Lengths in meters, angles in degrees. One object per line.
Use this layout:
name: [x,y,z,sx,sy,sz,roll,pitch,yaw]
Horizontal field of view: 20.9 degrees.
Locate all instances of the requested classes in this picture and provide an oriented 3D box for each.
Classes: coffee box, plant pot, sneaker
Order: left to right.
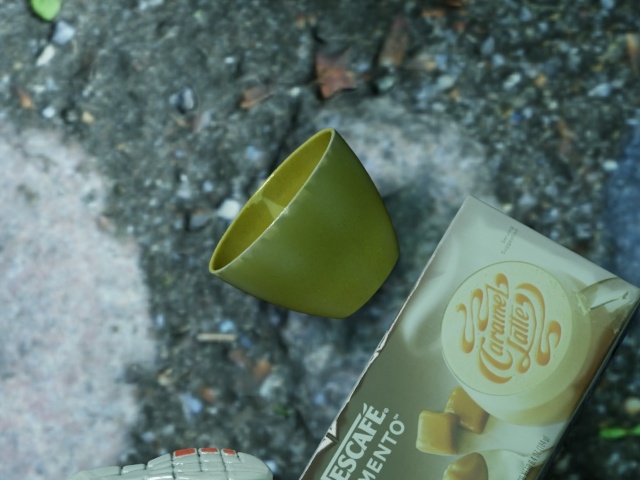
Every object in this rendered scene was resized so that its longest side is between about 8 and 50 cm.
sneaker: [-0.109,0.191,1.239,0.158,0.061,0.064,-8,103,6]
plant pot: [0.000,0.000,1.234,0.095,0.134,0.134,40,84,-12]
coffee box: [0.102,0.114,1.200,0.141,0.098,0.246,30,82,12]
